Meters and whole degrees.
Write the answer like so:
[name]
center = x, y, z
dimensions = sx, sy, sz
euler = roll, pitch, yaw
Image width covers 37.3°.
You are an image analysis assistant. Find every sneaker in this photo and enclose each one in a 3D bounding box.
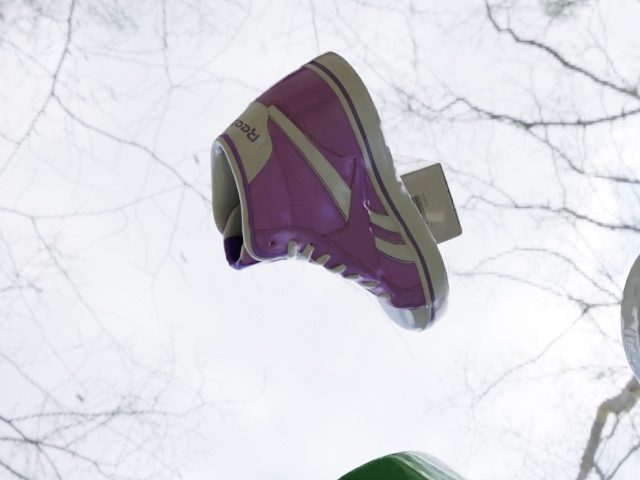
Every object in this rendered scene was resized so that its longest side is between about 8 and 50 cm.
[sneaker]
center = -0.001, 0.000, 0.799
dimensions = 0.161, 0.282, 0.102
euler = -39, -148, -17

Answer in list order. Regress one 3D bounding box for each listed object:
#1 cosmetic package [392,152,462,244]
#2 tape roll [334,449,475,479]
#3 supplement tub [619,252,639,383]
[cosmetic package]
center = 0.091, -0.051, 1.435
dimensions = 0.160, 0.113, 0.309
euler = -20, -170, -5
[tape roll]
center = 0.041, 0.337, 0.799
dimensions = 0.321, 0.321, 0.077
euler = -39, -136, -23
[supplement tub]
center = 0.510, 0.086, 0.986
dimensions = 0.241, 0.241, 0.331
euler = -42, -161, -26
